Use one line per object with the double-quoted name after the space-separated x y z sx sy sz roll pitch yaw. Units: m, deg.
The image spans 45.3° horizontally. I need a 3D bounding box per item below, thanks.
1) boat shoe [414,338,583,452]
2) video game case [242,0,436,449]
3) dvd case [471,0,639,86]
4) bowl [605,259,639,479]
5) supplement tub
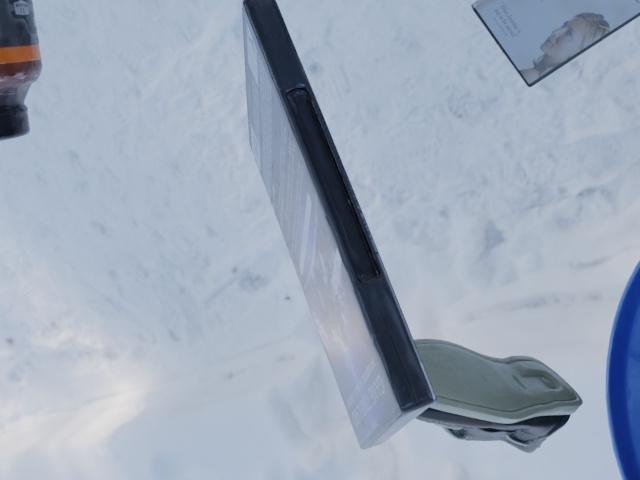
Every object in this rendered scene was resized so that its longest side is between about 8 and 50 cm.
0.126 0.136 0.627 0.079 0.233 0.084 -54 45 21 "boat shoe"
0.000 0.000 0.532 0.196 0.026 0.274 100 150 -69 "video game case"
0.383 -0.367 1.167 0.253 0.022 0.180 -33 125 22 "dvd case"
0.404 0.146 0.652 0.391 0.077 0.391 -178 90 -70 "bowl"
-0.265 -0.172 0.560 0.106 0.106 0.197 9 111 35 "supplement tub"
